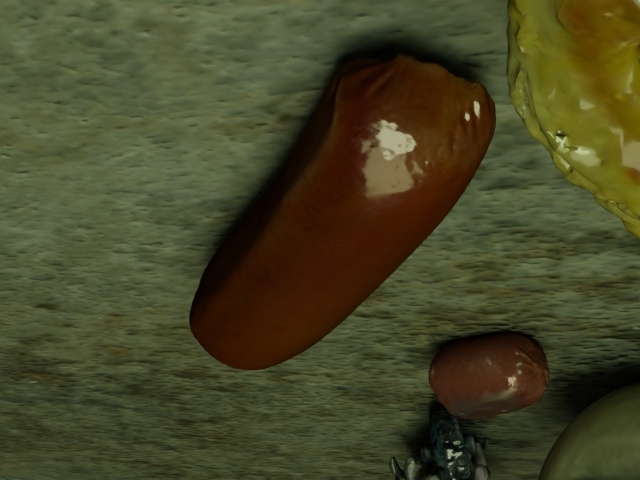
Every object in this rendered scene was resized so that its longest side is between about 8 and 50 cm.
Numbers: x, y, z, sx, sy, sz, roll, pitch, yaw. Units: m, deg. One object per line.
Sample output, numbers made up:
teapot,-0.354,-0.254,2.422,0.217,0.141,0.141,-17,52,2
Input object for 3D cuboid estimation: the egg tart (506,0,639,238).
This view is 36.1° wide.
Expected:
egg tart,0.218,-0.091,0.305,0.341,0.129,0.341,7,151,4

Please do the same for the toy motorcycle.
toy motorcycle,0.133,0.274,0.885,0.108,0.204,0.239,-20,147,13

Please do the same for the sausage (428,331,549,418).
sausage,0.123,0.101,0.731,0.094,0.054,0.059,-18,141,37

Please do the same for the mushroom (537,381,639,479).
mushroom,0.322,0.266,0.688,0.325,0.353,0.353,-11,145,23

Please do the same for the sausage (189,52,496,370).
sausage,0.000,0.000,0.561,0.089,0.083,0.300,28,146,-9
